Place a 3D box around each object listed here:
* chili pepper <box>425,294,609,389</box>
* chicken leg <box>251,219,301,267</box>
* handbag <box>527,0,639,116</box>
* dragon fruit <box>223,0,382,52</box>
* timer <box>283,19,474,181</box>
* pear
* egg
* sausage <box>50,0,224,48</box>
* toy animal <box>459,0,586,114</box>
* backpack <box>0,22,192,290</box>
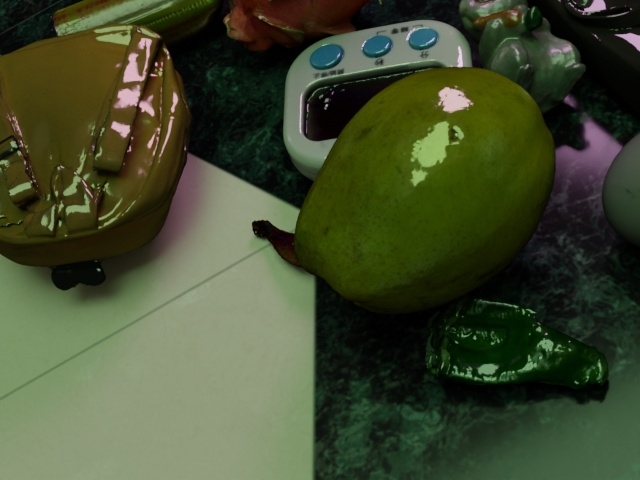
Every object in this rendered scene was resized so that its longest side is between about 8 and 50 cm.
[{"bbox_3d":[0.215,0.128,1.127,0.216,0.062,0.108,12,70,23],"label":"chili pepper"},{"bbox_3d":[0.000,0.004,1.278,0.205,0.053,0.093,6,38,13],"label":"chicken leg"},{"bbox_3d":[0.437,-0.317,1.305,0.257,0.113,0.285,-28,55,-9],"label":"handbag"},{"bbox_3d":[-0.033,-0.377,1.432,0.227,0.224,0.224,-15,56,19],"label":"dragon fruit"},{"bbox_3d":[0.080,-0.183,1.343,0.262,0.087,0.237,-8,57,13],"label":"timer"},{"bbox_3d":[0.119,-0.051,1.122,0.253,0.253,0.307,38,84,32],"label":"pear"},{"bbox_3d":[0.415,-0.068,1.130,0.199,0.146,0.146,-24,55,-6],"label":"egg"},{"bbox_3d":[-0.256,-0.351,1.528,0.317,0.125,0.117,-22,92,4],"label":"sausage"},{"bbox_3d":[0.242,-0.279,1.319,0.127,0.125,0.251,-41,51,28],"label":"toy animal"},{"bbox_3d":[-0.344,-0.122,1.370,0.354,0.201,0.378,-9,55,11],"label":"backpack"}]
